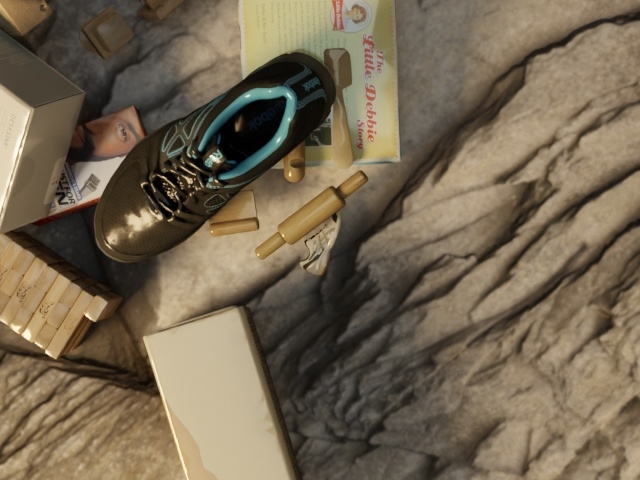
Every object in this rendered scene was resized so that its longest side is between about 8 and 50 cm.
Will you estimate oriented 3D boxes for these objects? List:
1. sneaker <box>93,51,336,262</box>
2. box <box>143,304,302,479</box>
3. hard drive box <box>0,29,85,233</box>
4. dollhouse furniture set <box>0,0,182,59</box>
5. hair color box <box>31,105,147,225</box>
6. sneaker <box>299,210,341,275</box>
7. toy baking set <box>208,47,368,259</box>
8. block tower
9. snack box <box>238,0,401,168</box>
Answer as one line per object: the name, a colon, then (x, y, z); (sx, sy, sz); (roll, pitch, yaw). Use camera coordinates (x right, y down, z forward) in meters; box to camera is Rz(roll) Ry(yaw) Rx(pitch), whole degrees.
sneaker: (-0.139, -0.091, 1.656); (0.341, 0.139, 0.125); (-40, 94, 17)
box: (-0.098, 0.238, 1.711); (0.121, 0.148, 0.311); (-17, 86, 0)
hard drive box: (-0.402, -0.148, 1.686); (0.232, 0.089, 0.181); (37, 124, 19)
dollhouse furniture set: (-0.286, -0.403, 1.746); (0.355, 0.174, 0.303); (-43, 113, -18)
hair color box: (-0.285, -0.090, 1.771); (0.167, 0.053, 0.093); (-21, 87, -1)
sneaker: (0.000, 0.000, 1.775); (0.037, 0.032, 0.083); (21, 87, 1)
toy baking set: (-0.044, -0.103, 1.720); (0.256, 0.030, 0.196); (-33, 100, 9)
block tower: (-0.405, 0.016, 1.746); (0.335, 0.091, 0.097); (32, 95, 2)
snack box: (-0.002, -0.249, 1.742); (0.187, 0.060, 0.321); (-2, 99, 1)
